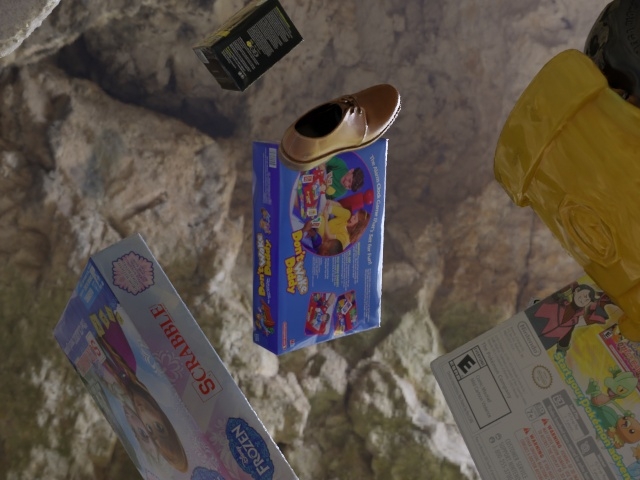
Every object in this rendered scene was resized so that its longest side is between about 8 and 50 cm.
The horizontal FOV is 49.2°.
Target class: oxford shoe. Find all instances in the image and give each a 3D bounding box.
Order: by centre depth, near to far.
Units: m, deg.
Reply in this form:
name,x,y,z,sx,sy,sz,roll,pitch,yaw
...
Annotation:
name,x,y,z,sx,sy,sz,roll,pitch,yaw
oxford shoe,0.039,-0.167,0.949,0.076,0.212,0.076,47,-30,14

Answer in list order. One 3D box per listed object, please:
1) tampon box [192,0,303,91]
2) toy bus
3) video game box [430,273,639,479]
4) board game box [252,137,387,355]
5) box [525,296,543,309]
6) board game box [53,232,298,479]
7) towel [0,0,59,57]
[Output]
name,x,y,z,sx,sy,sz,roll,pitch,yaw
tampon box,-0.138,-0.373,1.326,0.101,0.161,0.120,53,-13,-27
toy bus,0.238,-0.034,0.365,0.220,0.211,0.149,-26,-22,-8
video game box,0.194,0.125,0.448,0.187,0.205,0.048,-35,-36,19
board game box,0.000,0.000,1.204,0.233,0.347,0.078,-9,17,-38
box,0.289,0.119,0.670,0.207,0.114,0.036,7,-49,33
board game box,-0.198,0.190,0.852,0.318,0.066,0.318,56,-34,4
towel,-0.366,-0.256,0.575,0.187,0.049,0.282,-35,-79,19
